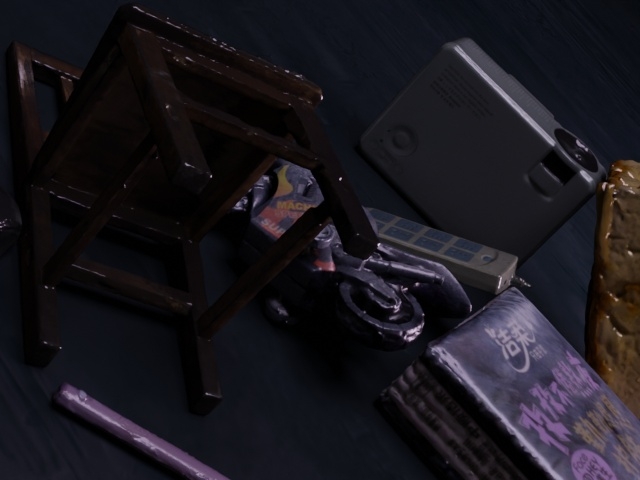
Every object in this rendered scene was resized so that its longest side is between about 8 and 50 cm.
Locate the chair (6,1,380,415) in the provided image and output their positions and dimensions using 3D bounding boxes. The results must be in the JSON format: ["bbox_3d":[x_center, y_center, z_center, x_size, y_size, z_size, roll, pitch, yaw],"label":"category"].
[{"bbox_3d":[-0.135,-0.094,1.199,0.203,0.240,0.416,20,36,-32],"label":"chair"}]

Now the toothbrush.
[{"bbox_3d":[-0.059,0.207,1.102,0.354,0.029,0.024,33,16,-16],"label":"toothbrush"}]

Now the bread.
[{"bbox_3d":[0.365,0.056,1.587,0.114,0.274,0.185,6,14,16],"label":"bread"}]

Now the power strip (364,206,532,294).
[{"bbox_3d":[0.126,0.011,1.493,0.227,0.029,0.080,19,20,16],"label":"power strip"}]

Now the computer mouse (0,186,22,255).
[{"bbox_3d":[-0.296,-0.027,1.108,0.135,0.047,0.079,-1,49,-49],"label":"computer mouse"}]

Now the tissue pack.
[{"bbox_3d":[0.251,0.225,1.380,0.361,0.122,0.259,46,27,11],"label":"tissue pack"}]

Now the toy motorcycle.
[{"bbox_3d":[0.000,0.000,1.361,0.307,0.108,0.173,38,34,21],"label":"toy motorcycle"}]

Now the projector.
[{"bbox_3d":[0.203,-0.103,1.682,0.256,0.192,0.099,45,28,6],"label":"projector"}]
